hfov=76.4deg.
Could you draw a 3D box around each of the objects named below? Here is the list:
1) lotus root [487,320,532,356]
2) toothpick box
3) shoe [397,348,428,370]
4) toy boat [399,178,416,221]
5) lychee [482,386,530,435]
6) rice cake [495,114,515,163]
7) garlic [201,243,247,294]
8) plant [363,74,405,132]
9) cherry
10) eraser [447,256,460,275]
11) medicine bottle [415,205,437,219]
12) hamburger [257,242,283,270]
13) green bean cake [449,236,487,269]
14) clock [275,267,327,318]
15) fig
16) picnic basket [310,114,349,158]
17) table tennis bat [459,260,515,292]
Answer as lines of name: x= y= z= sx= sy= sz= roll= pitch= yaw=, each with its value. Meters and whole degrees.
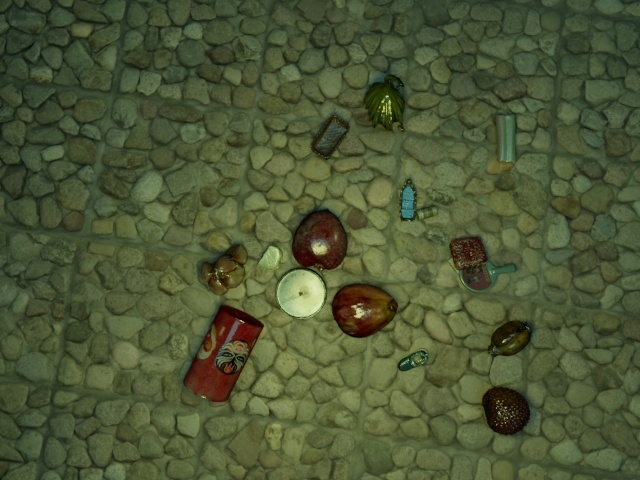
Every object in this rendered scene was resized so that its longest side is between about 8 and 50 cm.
lotus root: x=0.783 y=0.412 z=1.692 sx=0.210 sy=0.120 sz=0.120 roll=-35 pitch=86 yaw=-1
toothpick box: x=-0.394 y=0.458 z=1.669 sx=0.204 sy=0.204 sz=0.333 roll=27 pitch=87 yaw=3
shoe: x=0.391 y=0.509 z=1.713 sx=0.143 sy=0.071 sz=0.063 roll=-28 pitch=85 yaw=4
toy boat: x=0.380 y=-0.171 z=1.763 sx=0.075 sy=0.077 sz=0.185 roll=3 pitch=86 yaw=2
lychee: x=0.749 y=0.687 z=1.641 sx=0.188 sy=0.188 sz=0.187 roll=0 pitch=85 yaw=1
rice cake: x=0.816 y=-0.448 z=1.795 sx=0.080 sy=0.042 sz=0.221 roll=0 pitch=86 yaw=0
garlic: x=-0.391 y=0.130 z=1.722 sx=0.214 sy=0.191 sz=0.160 roll=-27 pitch=110 yaw=-12
plant: x=0.301 y=-0.622 z=1.689 sx=0.180 sy=0.333 sz=0.250 roll=-19 pitch=73 yaw=-15
cherry: x=0.000 y=0.000 z=1.700 sx=0.231 sy=0.203 sz=0.299 roll=8 pitch=72 yaw=4
eraser: x=0.591 y=0.110 z=1.765 sx=0.038 sy=0.019 sz=0.083 roll=-38 pitch=86 yaw=-3
medicine bottle: x=0.462 y=-0.120 z=1.773 sx=0.084 sy=0.047 sz=0.047 roll=-15 pitch=85 yaw=-1
hamburger: x=-0.209 y=0.082 z=1.771 sx=0.084 sy=0.054 sz=0.121 roll=36 pitch=90 yaw=0
green bean cake: x=0.628 y=0.053 z=1.731 sx=0.136 sy=0.056 sz=0.135 roll=-9 pitch=66 yaw=2
clock: x=-0.084 y=0.227 z=1.757 sx=0.226 sy=0.049 sz=0.225 roll=0 pitch=85 yaw=0
fig: x=0.178 y=0.287 z=1.670 sx=0.264 sy=0.224 sz=0.223 roll=0 pitch=85 yaw=-2
picnic basket: x=0.043 y=-0.454 z=1.805 sx=0.110 sy=0.055 sz=0.193 roll=35 pitch=87 yaw=5
table tennis bat: x=0.715 y=0.139 z=1.744 sx=0.245 sy=0.040 sz=0.152 roll=-10 pitch=78 yaw=-2
